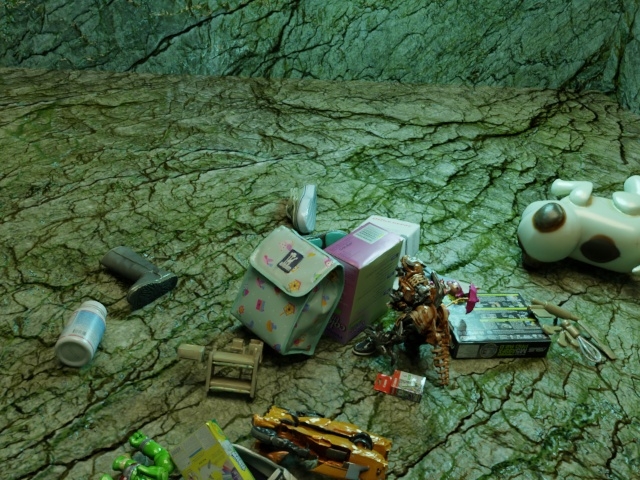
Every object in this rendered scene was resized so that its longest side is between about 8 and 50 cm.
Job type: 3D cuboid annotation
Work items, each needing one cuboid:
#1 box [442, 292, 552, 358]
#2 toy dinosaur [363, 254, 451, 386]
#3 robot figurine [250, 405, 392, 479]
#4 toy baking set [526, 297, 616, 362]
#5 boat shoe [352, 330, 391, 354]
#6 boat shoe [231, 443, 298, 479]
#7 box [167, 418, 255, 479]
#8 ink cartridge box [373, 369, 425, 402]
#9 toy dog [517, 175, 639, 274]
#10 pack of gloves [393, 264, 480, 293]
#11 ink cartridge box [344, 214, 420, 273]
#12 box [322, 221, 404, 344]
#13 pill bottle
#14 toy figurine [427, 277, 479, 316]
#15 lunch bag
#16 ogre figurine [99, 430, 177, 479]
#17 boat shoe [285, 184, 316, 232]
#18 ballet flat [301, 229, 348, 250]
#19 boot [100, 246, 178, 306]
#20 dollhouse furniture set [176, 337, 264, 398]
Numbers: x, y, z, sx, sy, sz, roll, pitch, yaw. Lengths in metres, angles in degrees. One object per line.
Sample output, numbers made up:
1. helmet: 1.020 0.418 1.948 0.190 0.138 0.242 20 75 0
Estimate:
1. box: 0.456 0.227 1.863 0.270 0.060 0.216 1 32 -13
2. toy dinosaur: 0.233 0.196 1.666 0.164 0.218 0.322 25 41 -21
3. robot figurine: -0.005 0.415 1.389 0.290 0.085 0.211 13 4 9
4. toy baking set: 0.679 0.249 1.875 0.256 0.030 0.197 21 32 -14
5. boat shoe: 0.139 0.261 1.754 0.125 0.038 0.046 -8 35 -25
6. boat shoe: -0.083 0.476 1.305 0.267 0.088 0.096 27 36 28
7. box: -0.192 0.438 1.277 0.179 0.105 0.043 54 13 12
8. ink cartridge box: 0.190 0.343 1.640 0.115 0.029 0.063 14 32 9
9. toy dog: 0.829 -0.017 2.195 0.407 0.285 0.396 2 50 -8
10. pack of gloves: 0.303 0.112 1.956 0.195 0.046 0.232 -9 14 -31
11. ink cartridge box: 0.176 0.023 2.065 0.171 0.100 0.237 14 30 28
12. box: 0.096 0.108 1.795 0.117 0.243 0.213 26 36 27
13. pill bottle: -0.560 0.216 1.617 0.087 0.087 0.160 7 31 -3
14. toy figurine: 0.333 0.148 1.798 0.159 0.130 0.173 -13 46 -25
15. lunch bag: -0.076 0.120 1.689 0.223 0.262 0.160 33 16 37
16. ogre figurine: -0.344 0.452 1.280 0.118 0.097 0.197 5 18 18
17. boat shoe: -0.067 -0.101 2.254 0.094 0.109 0.302 -6 22 6
18. ballet flat: 0.000 0.000 2.126 0.188 0.070 0.070 -7 35 -30
19. boot: -0.514 0.089 1.845 0.208 0.076 0.189 30 23 20
20. dollhouse furniture set: -0.233 0.291 1.603 0.181 0.101 0.161 8 7 0
